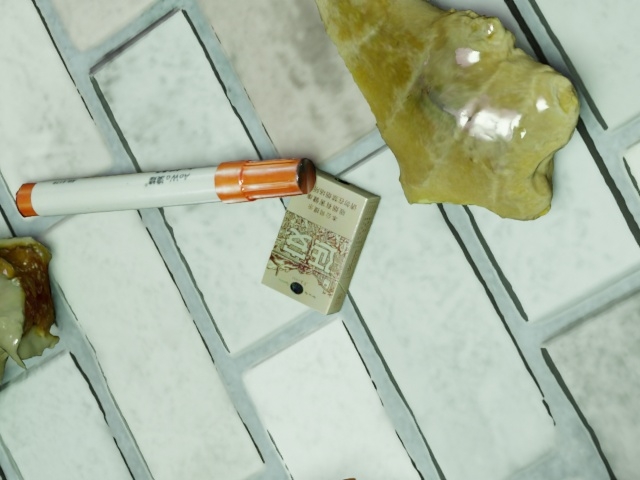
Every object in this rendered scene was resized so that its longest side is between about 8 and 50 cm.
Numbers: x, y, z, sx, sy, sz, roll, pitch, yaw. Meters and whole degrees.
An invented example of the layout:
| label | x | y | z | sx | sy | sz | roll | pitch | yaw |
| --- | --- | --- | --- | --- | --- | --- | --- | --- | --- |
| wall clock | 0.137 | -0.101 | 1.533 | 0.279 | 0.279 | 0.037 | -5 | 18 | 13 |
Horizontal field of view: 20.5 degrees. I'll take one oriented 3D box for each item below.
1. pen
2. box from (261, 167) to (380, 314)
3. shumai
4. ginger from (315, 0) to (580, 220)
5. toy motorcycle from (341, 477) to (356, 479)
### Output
| label | x | y | z | sx | sy | sz | roll | pitch | yaw |
| --- | --- | --- | --- | --- | --- | --- | --- | --- | --- |
| pen | -0.108 | -0.034 | 1.177 | 0.239 | 0.028 | 0.028 | -4 | 93 | 33 |
| box | 0.000 | 0.000 | 1.141 | 0.053 | 0.024 | 0.083 | 25 | 103 | 24 |
| shumai | -0.261 | 0.071 | 1.222 | 0.176 | 0.166 | 0.206 | -15 | 89 | 4 |
| ginger | 0.054 | -0.138 | 1.075 | 0.131 | 0.086 | 0.294 | -43 | 69 | 45 |
| toy motorcycle | 0.014 | 0.322 | 1.099 | 0.221 | 0.148 | 0.325 | -23 | 79 | 26 |
